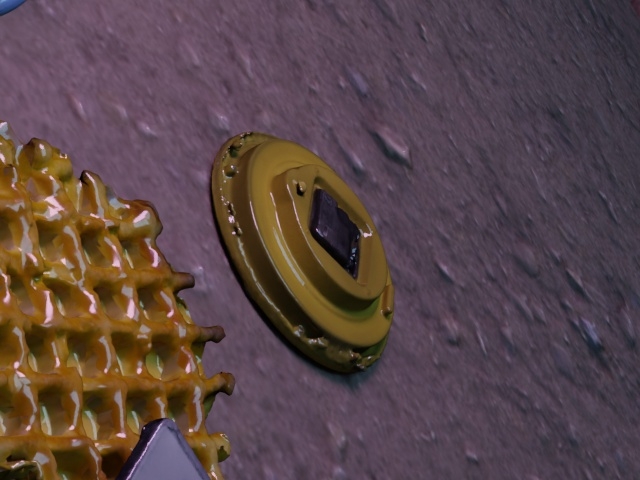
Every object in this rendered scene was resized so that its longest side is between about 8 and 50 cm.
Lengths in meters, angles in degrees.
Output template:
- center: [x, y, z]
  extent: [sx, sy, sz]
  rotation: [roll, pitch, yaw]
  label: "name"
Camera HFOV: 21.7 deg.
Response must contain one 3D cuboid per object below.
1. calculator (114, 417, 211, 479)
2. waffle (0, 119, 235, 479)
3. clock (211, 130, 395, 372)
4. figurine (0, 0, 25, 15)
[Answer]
- center: [-0.105, 0.239, 0.965]
  extent: [0.161, 0.021, 0.262]
  rotation: [60, 35, -26]
  label: "calculator"
- center: [-0.165, 0.077, 1.062]
  extent: [0.329, 0.062, 0.329]
  rotation: [40, 36, -38]
  label: "waffle"
- center: [0.000, 0.000, 1.442]
  extent: [0.237, 0.057, 0.237]
  rotation: [41, 32, -34]
  label: "clock"
- center: [-0.278, -0.198, 1.055]
  extent: [0.180, 0.154, 0.262]
  rotation: [23, 48, -30]
  label: "figurine"
